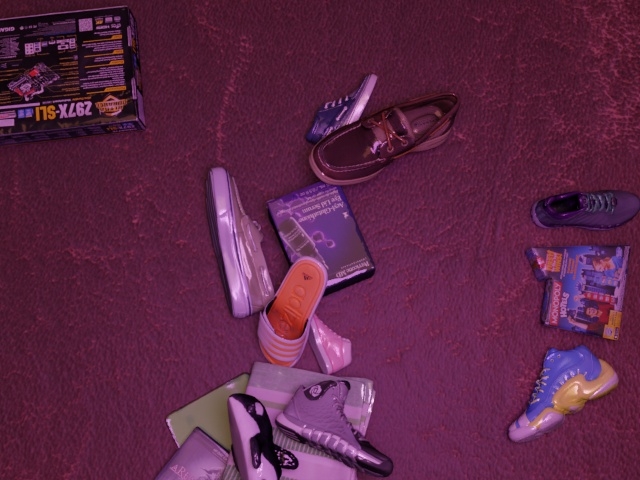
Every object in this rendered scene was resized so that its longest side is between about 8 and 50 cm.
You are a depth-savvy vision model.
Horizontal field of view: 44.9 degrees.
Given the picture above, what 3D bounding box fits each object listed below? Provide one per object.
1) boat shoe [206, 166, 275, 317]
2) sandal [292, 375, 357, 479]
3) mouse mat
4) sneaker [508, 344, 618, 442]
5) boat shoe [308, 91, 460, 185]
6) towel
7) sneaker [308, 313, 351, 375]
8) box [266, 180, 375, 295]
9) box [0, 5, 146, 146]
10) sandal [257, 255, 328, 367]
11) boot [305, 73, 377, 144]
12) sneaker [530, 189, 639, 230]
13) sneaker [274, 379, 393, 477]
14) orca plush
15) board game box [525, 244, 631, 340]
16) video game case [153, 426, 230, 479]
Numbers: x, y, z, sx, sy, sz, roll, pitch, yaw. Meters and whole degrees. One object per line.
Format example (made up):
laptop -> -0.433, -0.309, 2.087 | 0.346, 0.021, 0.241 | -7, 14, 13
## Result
boat shoe -> -0.161, 0.001, 1.537 | 0.094, 0.109, 0.302 | -10, 88, -18
sandal -> -0.004, 0.461, 1.434 | 0.169, 0.102, 0.416 | 9, 65, 15
mouse mat -> -0.187, 0.363, 1.501 | 0.189, 0.007, 0.153 | -28, 81, -5
sneaker -> 0.444, 0.288, 1.496 | 0.240, 0.091, 0.126 | -29, 62, -6
boat shoe -> 0.134, -0.213, 1.510 | 0.342, 0.123, 0.123 | -21, 73, -25
towel -> -0.048, 0.389, 1.399 | 0.247, 0.038, 0.325 | 7, 62, 15
sneaker -> 0.017, 0.193, 1.519 | 0.070, 0.051, 0.134 | -16, 70, -20
box -> 0.000, 0.000, 1.524 | 0.153, 0.108, 0.207 | -23, 79, -6
box -> -0.537, -0.339, 1.602 | 0.321, 0.079, 0.257 | -7, 81, -2
sandal -> -0.068, 0.144, 1.440 | 0.102, 0.076, 0.265 | 29, 124, 13
boot -> 0.044, -0.273, 1.598 | 0.086, 0.069, 0.190 | 26, 81, 2
sneaker -> 0.542, -0.064, 1.548 | 0.223, 0.098, 0.083 | -7, 79, -2
sneaker -> 0.042, 0.313, 1.359 | 0.228, 0.086, 0.132 | 20, 63, 22
orca plush -> -0.077, 0.394, 1.317 | 0.102, 0.151, 0.287 | -9, 55, -21
board game box -> 0.499, 0.086, 1.538 | 0.194, 0.060, 0.194 | 12, 79, 3
video game case -> -0.245, 0.521, 1.455 | 0.196, 0.026, 0.274 | 38, 82, 4
